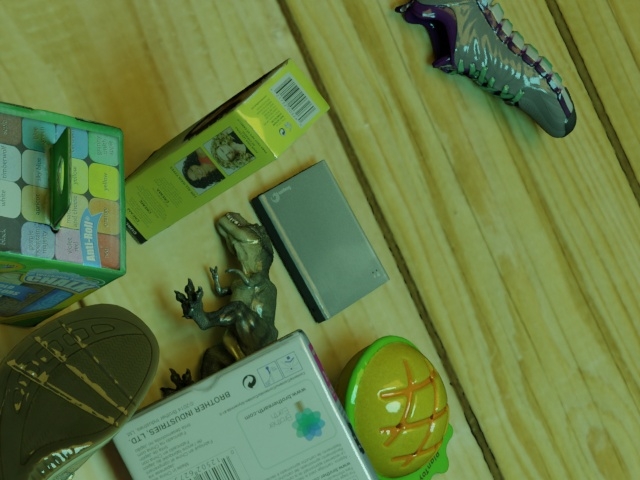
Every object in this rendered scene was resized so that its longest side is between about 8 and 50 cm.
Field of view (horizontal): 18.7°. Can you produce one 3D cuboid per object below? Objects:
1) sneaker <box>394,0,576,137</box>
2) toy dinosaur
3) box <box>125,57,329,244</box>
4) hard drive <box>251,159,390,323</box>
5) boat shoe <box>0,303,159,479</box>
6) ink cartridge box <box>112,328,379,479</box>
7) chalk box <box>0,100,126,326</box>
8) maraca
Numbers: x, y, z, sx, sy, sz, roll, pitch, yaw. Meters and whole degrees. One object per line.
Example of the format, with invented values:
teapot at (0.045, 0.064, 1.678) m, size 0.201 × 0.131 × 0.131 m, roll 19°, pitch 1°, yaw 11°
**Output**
sneaker at (0.171, -0.181, 2.036) m, size 0.098 × 0.083 × 0.223 m, roll -41°, pitch 95°, yaw -18°
toy dinosaur at (-0.081, 0.095, 1.744) m, size 0.118 × 0.064 × 0.268 m, roll 7°, pitch 73°, yaw -42°
box at (-0.094, -0.074, 1.681) m, size 0.058 × 0.232 × 0.087 m, roll 50°, pitch 50°, yaw -8°
hard drive at (0.000, 0.000, 1.861) m, size 0.094 × 0.022 × 0.135 m, roll -31°, pitch 93°, yaw -40°
boat shoe at (-0.246, 0.168, 1.570) m, size 0.109 × 0.098 × 0.302 m, roll 41°, pitch 55°, yaw -2°
ink cartridge box at (-0.029, 0.254, 1.658) m, size 0.186 × 0.065 × 0.311 m, roll -27°, pitch 89°, yaw 4°
chalk box at (-0.239, -0.026, 1.566) m, size 0.132 × 0.213 × 0.132 m, roll 12°, pitch 67°, yaw -34°
maraca at (0.074, 0.171, 1.812) m, size 0.127 × 0.099 × 0.185 m, roll -52°, pitch 132°, yaw -28°
